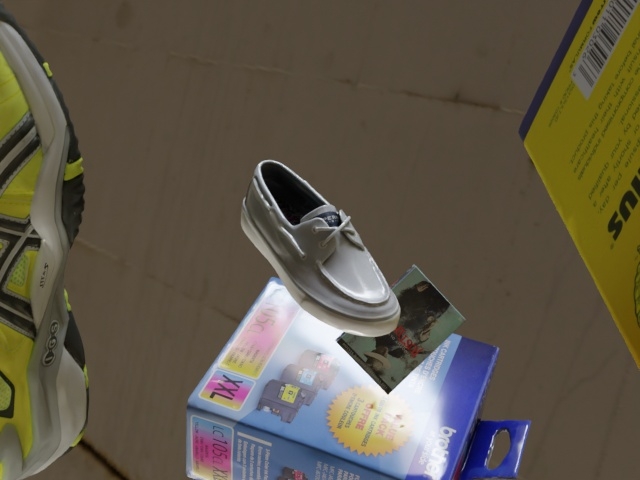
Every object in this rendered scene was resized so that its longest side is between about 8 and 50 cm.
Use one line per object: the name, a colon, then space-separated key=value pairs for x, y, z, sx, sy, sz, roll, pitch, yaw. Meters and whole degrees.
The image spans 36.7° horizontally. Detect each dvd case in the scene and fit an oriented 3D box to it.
dvd case: x=0.087 y=0.097 z=1.048 sx=0.119 sy=0.087 sz=0.013 roll=-43 pitch=-168 yaw=0

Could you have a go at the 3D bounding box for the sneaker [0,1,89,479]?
sneaker: x=-0.242 y=0.011 z=0.604 sx=0.145 sy=0.147 sz=0.384 roll=12 pitch=-62 yaw=31

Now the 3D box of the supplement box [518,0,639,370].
supplement box: x=0.291 y=-0.045 z=0.619 sx=0.356 sy=0.194 sz=0.195 roll=-97 pitch=-156 yaw=-56

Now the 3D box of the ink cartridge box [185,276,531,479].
ink cartridge box: x=0.061 y=0.229 z=1.249 sx=0.395 sy=0.270 sz=0.151 roll=17 pitch=-49 yaw=13

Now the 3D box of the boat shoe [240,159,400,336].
boat shoe: x=0.000 y=0.000 z=0.743 sx=0.184 sy=0.066 sz=0.063 roll=51 pitch=-38 yaw=43
